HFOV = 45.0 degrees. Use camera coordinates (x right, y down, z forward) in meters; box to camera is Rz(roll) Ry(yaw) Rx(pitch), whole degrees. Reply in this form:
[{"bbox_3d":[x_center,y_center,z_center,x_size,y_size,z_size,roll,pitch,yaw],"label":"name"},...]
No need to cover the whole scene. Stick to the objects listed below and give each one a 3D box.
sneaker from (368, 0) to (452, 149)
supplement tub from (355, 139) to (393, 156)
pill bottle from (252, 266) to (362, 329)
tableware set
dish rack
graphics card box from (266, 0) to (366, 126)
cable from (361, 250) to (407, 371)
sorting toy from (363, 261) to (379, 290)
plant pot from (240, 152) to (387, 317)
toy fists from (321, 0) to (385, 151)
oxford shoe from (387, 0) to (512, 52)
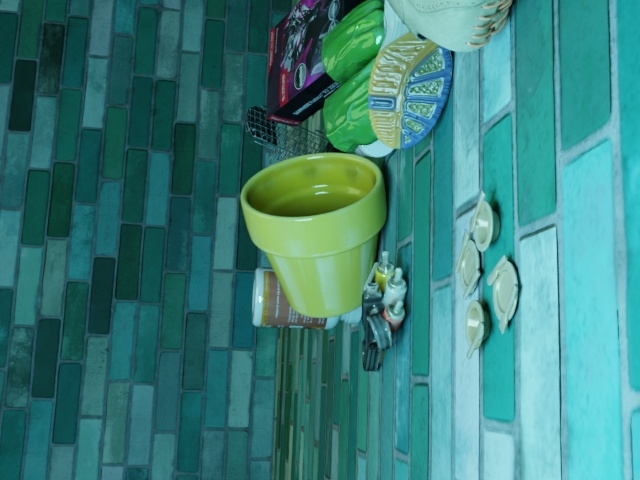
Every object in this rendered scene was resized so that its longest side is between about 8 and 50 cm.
[{"bbox_3d":[0.135,-0.277,1.079,0.131,0.111,0.297,-49,-33,-74],"label":"sneaker"},{"bbox_3d":[0.092,-0.182,1.365,0.107,0.071,0.071,-144,58,-80],"label":"supplement tub"},{"bbox_3d":[-0.028,0.119,1.563,0.121,0.216,0.121,-176,90,-83],"label":"pill bottle"},{"bbox_3d":[0.177,0.041,0.847,0.141,0.020,0.169,103,168,-49],"label":"tableware set"},{"bbox_3d":[-0.063,-0.220,1.842,0.074,0.271,0.208,-58,21,24],"label":"dish rack"},{"bbox_3d":[-0.004,-0.418,1.685,0.371,0.094,0.233,-20,65,59],"label":"graphics card box"},{"bbox_3d":[0.106,0.153,1.260,0.287,0.072,0.140,85,178,-51],"label":"cable"},{"bbox_3d":[0.096,0.064,1.305,0.083,0.012,0.062,-63,-21,-25],"label":"sorting toy"},{"bbox_3d":[0.000,0.000,1.401,0.254,0.253,0.239,-101,1,-60],"label":"plant pot"},{"bbox_3d":[0.082,-0.279,1.282,0.142,0.096,0.279,-34,45,42],"label":"toy fists"},{"bbox_3d":[0.170,-0.275,0.791,0.147,0.140,0.397,64,176,-19],"label":"oxford shoe"}]
